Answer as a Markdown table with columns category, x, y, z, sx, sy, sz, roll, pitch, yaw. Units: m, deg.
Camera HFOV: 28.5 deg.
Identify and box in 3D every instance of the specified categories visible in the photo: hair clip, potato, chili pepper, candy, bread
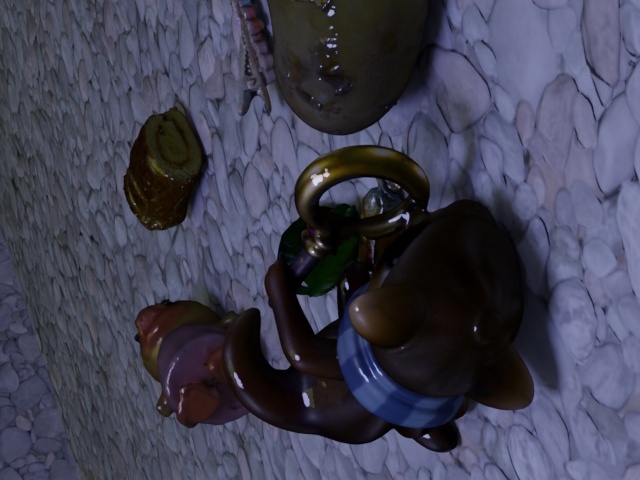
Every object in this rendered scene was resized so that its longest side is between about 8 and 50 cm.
| category | x | y | z | sx | sy | sz | roll | pitch | yaw |
| --- | --- | --- | --- | --- | --- | --- | --- | --- | --- |
| hair clip | -0.089 | -0.261 | 1.604 | 0.062 | 0.056 | 0.214 | 119 | 144 | -80 |
| potato | 0.028 | -0.218 | 1.235 | 0.165 | 0.165 | 0.262 | 50 | 152 | 46 |
| chili pepper | 0.003 | 0.000 | 1.516 | 0.216 | 0.062 | 0.108 | -39 | 66 | 63 |
| candy | 0.065 | -0.004 | 1.388 | 0.053 | 0.046 | 0.182 | 38 | 133 | 53 |
| bread | -0.248 | -0.106 | 1.974 | 0.132 | 0.103 | 0.172 | 64 | 151 | 20 |

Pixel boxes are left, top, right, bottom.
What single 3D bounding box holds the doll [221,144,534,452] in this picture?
| category | x | y | z | sx | sy | sz | roll | pitch | yaw |
| --- | --- | --- | --- | --- | --- | --- | --- | --- | --- |
| doll | 0.066 | 0.084 | 1.255 | 0.340 | 0.318 | 0.209 | -43 | 19 | 56 |

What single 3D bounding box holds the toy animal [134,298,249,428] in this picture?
| category | x | y | z | sx | sy | sz | roll | pitch | yaw |
| --- | --- | --- | --- | --- | --- | --- | --- | --- | --- |
| toy animal | -0.192 | 0.178 | 1.945 | 0.169 | 0.195 | 0.281 | 43 | 175 | -38 |
